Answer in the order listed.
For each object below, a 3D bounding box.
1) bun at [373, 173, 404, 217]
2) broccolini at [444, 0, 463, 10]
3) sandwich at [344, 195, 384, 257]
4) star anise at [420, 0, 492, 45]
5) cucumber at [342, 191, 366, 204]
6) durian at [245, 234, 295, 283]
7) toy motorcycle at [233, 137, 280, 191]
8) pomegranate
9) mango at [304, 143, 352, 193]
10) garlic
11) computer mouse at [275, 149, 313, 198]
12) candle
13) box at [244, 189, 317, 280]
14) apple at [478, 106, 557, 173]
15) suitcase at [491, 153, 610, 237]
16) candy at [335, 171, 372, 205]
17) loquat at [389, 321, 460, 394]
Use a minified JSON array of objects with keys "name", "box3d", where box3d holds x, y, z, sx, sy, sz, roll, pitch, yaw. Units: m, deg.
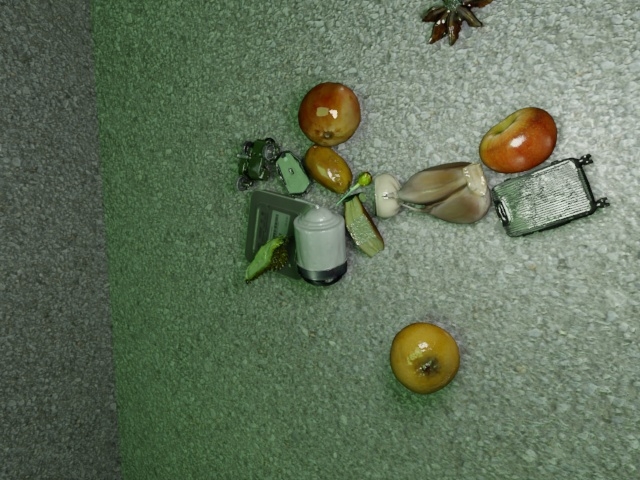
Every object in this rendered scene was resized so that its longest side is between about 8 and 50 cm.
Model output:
[{"name":"bun","box3d":[0.265,-0.171,1.704,0.119,0.173,0.173,0,97,8]},{"name":"broccolini","box3d":[0.377,-0.923,1.547,0.074,0.078,0.392,-51,48,33]},{"name":"sandwich","box3d":[0.173,-0.050,1.796,0.094,0.096,0.258,-29,94,21]},{"name":"star anise","box3d":[0.474,-0.809,1.530,0.288,0.088,0.288,-5,81,38]},{"name":"cucumber","box3d":[0.139,-0.170,1.851,0.105,0.048,0.048,-12,90,37]},{"name":"durian","box3d":[-0.219,0.072,1.974,0.375,0.106,0.132,-47,70,30]},{"name":"toy motorcycle","box3d":[-0.296,-0.354,2.069,0.205,0.127,0.275,15,98,29]},{"name":"pomegranate","box3d":[0.040,-0.519,1.769,0.252,0.229,0.271,-16,56,41]},{"name":"mango","box3d":[0.029,-0.298,1.860,0.249,0.151,0.156,48,150,12]},{"name":"garlic","box3d":[0.429,-0.148,1.565,0.339,0.246,0.232,-14,104,28]},{"name":"computer mouse","box3d":[-0.115,-0.298,1.986,0.126,0.071,0.231,-30,90,18]},{"name":"candle","box3d":[0.000,0.000,1.818,0.221,0.221,0.343,15,124,30]},{"name":"box","box3d":[-0.190,-0.030,2.055,0.372,0.090,0.368,16,105,29]},{"name":"apple","box3d":[0.639,-0.311,1.425,0.173,0.210,0.234,47,136,-16]},{"name":"suitcase","box3d":[0.730,-0.138,1.426,0.312,0.128,0.202,-22,84,33]},{"name":"candy","box3d":[0.134,-0.209,1.819,0.194,0.062,0.058,-41,31,13]},{"name":"loquat","box3d":[0.387,0.439,1.651,0.263,0.263,0.263,5,99,32]}]
